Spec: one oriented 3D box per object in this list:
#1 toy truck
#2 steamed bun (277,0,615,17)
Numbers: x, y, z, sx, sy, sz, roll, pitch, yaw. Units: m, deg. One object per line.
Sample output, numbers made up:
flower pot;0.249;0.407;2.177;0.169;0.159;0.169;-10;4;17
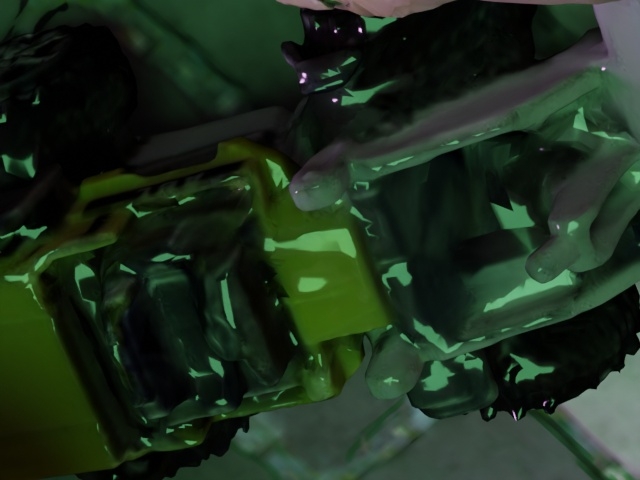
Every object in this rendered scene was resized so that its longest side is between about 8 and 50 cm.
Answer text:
toy truck;0.000;0.000;0.491;0.285;0.111;0.136;-14;115;17
steamed bun;0.036;-0.180;0.343;0.268;0.207;0.280;-1;114;11
